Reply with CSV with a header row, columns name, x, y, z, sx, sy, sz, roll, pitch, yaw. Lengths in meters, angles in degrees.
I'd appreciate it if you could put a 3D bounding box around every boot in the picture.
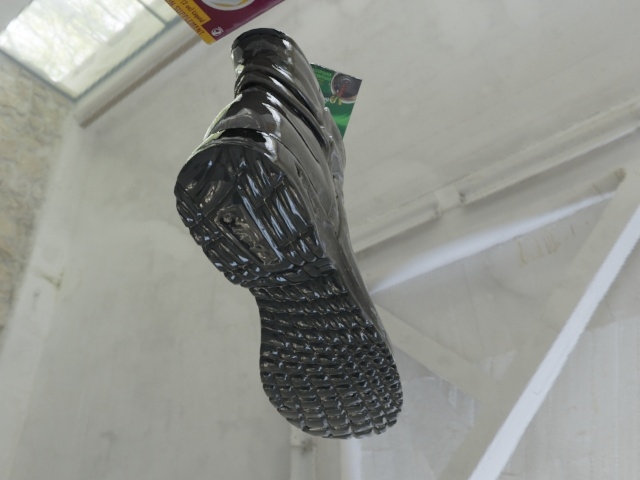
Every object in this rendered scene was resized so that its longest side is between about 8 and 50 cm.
name,x,y,z,sx,sy,sz,roll,pitch,yaw
boot,0.000,0.000,0.561,0.118,0.338,0.222,-8,-144,12

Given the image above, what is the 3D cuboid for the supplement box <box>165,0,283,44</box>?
name,x,y,z,sx,sy,sz,roll,pitch,yaw
supplement box,-0.060,-0.275,0.569,0.188,0.104,0.080,-24,-120,19

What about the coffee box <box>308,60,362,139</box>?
name,x,y,z,sx,sy,sz,roll,pitch,yaw
coffee box,-0.010,-0.196,1.055,0.040,0.113,0.184,45,-61,55
